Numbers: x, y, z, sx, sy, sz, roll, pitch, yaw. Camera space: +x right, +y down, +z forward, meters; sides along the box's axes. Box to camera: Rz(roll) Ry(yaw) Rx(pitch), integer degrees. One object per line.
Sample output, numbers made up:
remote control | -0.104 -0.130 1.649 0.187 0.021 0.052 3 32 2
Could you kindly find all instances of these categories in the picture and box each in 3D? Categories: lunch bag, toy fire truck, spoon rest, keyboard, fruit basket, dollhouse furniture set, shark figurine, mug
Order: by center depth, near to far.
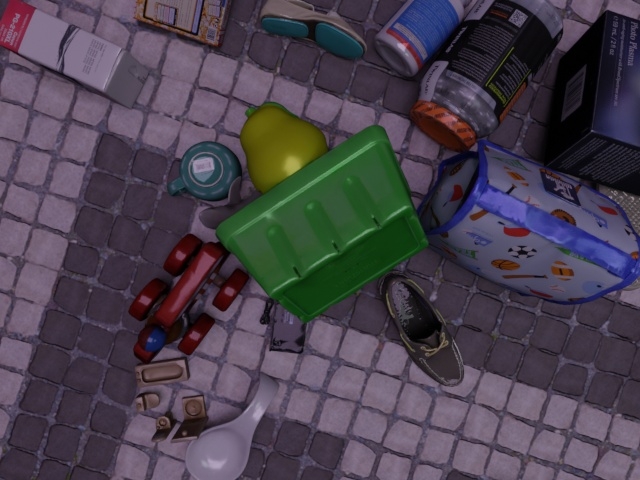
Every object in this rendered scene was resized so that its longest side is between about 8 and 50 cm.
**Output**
fruit basket | -0.020 -0.085 1.024 0.392 0.283 0.392 -10 61 19
lunch bag | 0.382 -0.031 1.025 0.328 0.385 0.239 26 92 -1
toy fire truck | -0.288 0.126 1.080 0.169 0.254 0.302 37 91 -2
shark figurine | -0.129 -0.085 1.146 0.116 0.166 0.278 30 63 23
mug | -0.249 -0.140 1.149 0.129 0.097 0.158 32 91 -2
dollhouse furniture set | -0.339 0.350 1.153 0.144 0.123 0.151 -8 92 -1
spoon rest | -0.194 0.430 1.178 0.137 0.084 0.276 35 90 -8
keyboard | -0.082 0.167 1.204 0.108 0.023 0.180 7 91 -8

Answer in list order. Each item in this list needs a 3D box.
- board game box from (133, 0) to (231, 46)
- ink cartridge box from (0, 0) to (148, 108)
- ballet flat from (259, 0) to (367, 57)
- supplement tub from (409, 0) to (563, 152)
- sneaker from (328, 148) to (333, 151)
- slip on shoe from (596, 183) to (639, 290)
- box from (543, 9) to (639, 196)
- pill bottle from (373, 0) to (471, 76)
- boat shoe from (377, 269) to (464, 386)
board game box | -0.294 -0.523 1.135 0.193 0.045 0.147 19 114 -2
ink cartridge box | -0.508 -0.381 1.097 0.237 0.172 0.100 24 92 -2
ballet flat | -0.009 -0.479 1.156 0.248 0.086 0.086 18 92 -1
supplement tub | 0.340 -0.355 1.106 0.193 0.193 0.316 36 90 -2
sneaker | 0.017 -0.129 1.183 0.076 0.065 0.166 11 89 15
slip on shoe | 0.668 -0.049 1.177 0.123 0.101 0.331 5 79 4
box | 0.661 -0.269 1.086 0.294 0.183 0.296 16 73 -3
pill bottle | 0.230 -0.476 1.134 0.124 0.124 0.221 42 92 -2
boat shoe | 0.230 0.206 1.176 0.109 0.091 0.305 -32 92 0
